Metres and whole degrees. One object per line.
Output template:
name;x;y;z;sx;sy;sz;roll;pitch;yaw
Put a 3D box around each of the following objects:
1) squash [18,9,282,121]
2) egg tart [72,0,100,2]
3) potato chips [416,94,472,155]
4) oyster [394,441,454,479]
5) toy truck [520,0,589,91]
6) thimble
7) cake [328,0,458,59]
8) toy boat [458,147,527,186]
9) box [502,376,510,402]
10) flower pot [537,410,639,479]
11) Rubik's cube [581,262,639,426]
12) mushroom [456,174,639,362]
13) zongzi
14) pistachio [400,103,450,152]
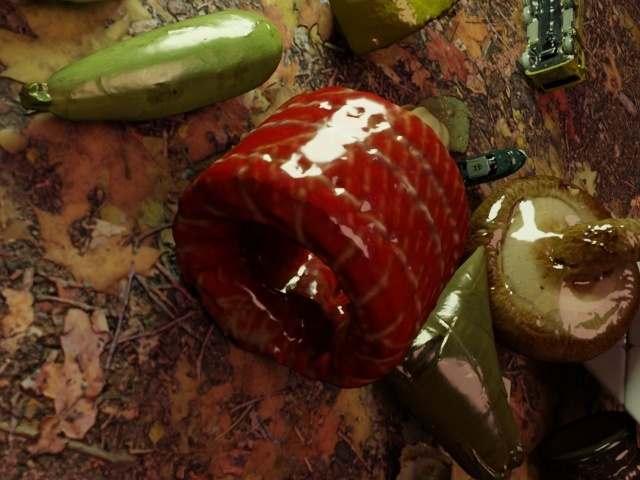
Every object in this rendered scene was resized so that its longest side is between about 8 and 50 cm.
squash;-0.197;-0.220;0.821;0.370;0.118;0.118;-30;99;-37
egg tart;-0.332;-0.468;0.753;0.352;0.150;0.352;12;71;-38
potato chips;0.240;-0.221;1.220;0.142;0.026;0.209;54;52;-12
oyster;0.199;0.452;0.960;0.094;0.166;0.294;0;78;-50
toy truck;0.553;-0.476;1.456;0.157;0.124;0.272;30;60;-41
thimble;0.000;0.000;0.795;0.350;0.350;0.230;53;52;-17
cake;0.131;-0.417;1.078;0.260;0.179;0.156;-39;104;-33
toy boat;0.330;-0.142;1.197;0.060;0.141;0.055;-1;81;-46
box;0.258;0.276;1.120;0.220;0.032;0.122;26;64;-30
flower pot;0.558;0.482;1.179;0.266;0.266;0.267;-24;85;-38
Rubik's cube;0.700;0.195;1.207;0.316;0.322;0.319;28;20;-39
mushroom;0.410;0.055;1.143;0.345;0.345;0.239;-54;143;-32
zongzi;0.264;0.193;1.014;0.300;0.145;0.274;-42;90;-24
pistachio;0.133;-0.147;1.058;0.223;0.126;0.152;-30;135;-37
